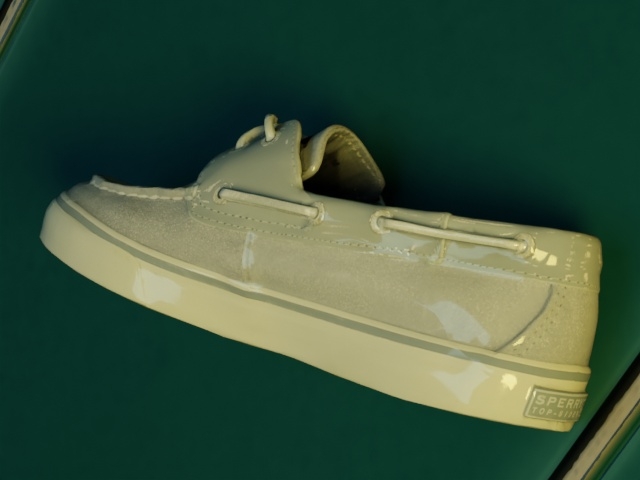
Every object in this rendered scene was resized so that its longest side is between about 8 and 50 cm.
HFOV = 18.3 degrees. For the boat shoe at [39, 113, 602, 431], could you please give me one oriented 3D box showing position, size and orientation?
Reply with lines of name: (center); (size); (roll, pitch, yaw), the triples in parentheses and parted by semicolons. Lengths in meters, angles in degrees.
boat shoe: (0.000, 0.000, 0.693); (0.227, 0.079, 0.081); (17, 91, 34)
